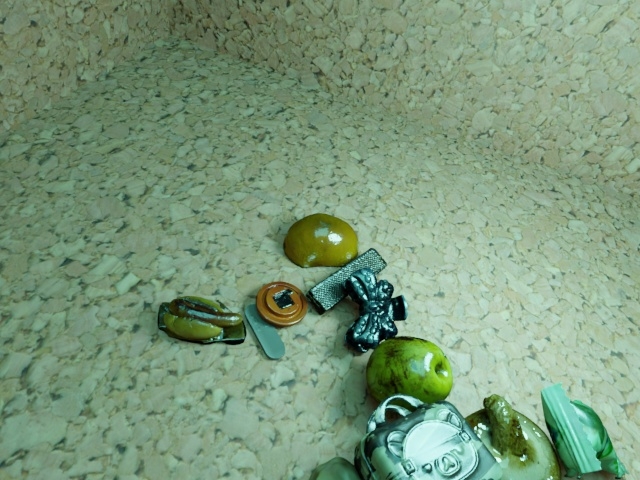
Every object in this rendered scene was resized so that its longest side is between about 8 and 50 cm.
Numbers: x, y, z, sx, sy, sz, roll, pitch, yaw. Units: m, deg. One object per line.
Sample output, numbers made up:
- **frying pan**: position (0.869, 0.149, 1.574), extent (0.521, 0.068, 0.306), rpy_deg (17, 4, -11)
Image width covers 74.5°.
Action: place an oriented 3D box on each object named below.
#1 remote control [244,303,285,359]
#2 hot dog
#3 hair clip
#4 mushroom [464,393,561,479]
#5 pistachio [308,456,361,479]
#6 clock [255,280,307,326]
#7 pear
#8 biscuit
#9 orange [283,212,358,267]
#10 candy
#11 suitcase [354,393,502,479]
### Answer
- **remote control**: position (-0.209, 0.337, 1.573), extent (0.077, 0.022, 0.245), rpy_deg (-21, 56, -24)
- **hot dog**: position (-0.431, 0.270, 1.531), extent (0.326, 0.107, 0.194), rpy_deg (2, 49, -10)
- **hair clip**: position (0.200, 0.261, 1.587), extent (0.206, 0.194, 0.310), rpy_deg (6, 68, -16)
- **mushroom**: position (0.577, 0.686, 1.318), extent (0.345, 0.239, 0.345), rpy_deg (-4, 64, 9)
- **pistachio**: position (0.046, 0.773, 1.144), extent (0.226, 0.208, 0.331), rpy_deg (38, 42, -40)
- **clock**: position (-0.149, 0.242, 1.632), extent (0.205, 0.051, 0.205), rpy_deg (10, 45, -11)
- **pear**: position (0.296, 0.446, 1.408), extent (0.284, 0.283, 0.283), rpy_deg (6, 49, -6)
- **biscuit**: position (0.115, 0.162, 1.742), extent (0.388, 0.073, 0.107), rpy_deg (-32, 77, -31)
- **orange**: position (-0.001, 0.001, 1.860), extent (0.310, 0.274, 0.274), rpy_deg (-16, 48, 16)
- **candy**: position (0.870, 0.633, 1.377), extent (0.398, 0.172, 0.262), rpy_deg (23, 45, -34)
- **suitcase**: position (0.272, 0.598, 1.167), extent (0.352, 0.194, 0.339), rpy_deg (-9, 44, -31)
